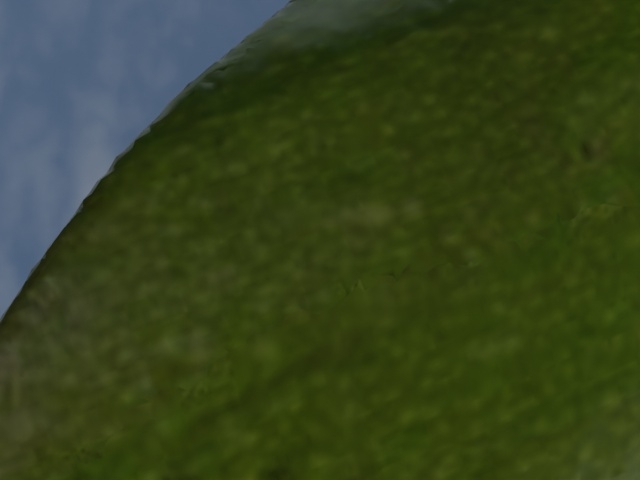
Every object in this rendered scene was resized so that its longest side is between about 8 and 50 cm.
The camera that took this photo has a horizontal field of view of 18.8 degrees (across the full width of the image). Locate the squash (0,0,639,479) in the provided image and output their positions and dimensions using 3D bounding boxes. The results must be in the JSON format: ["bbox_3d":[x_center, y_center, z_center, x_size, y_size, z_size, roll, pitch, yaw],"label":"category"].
[{"bbox_3d":[0.000,0.000,0.437,0.288,0.111,0.203,-21,-133,-6],"label":"squash"}]
